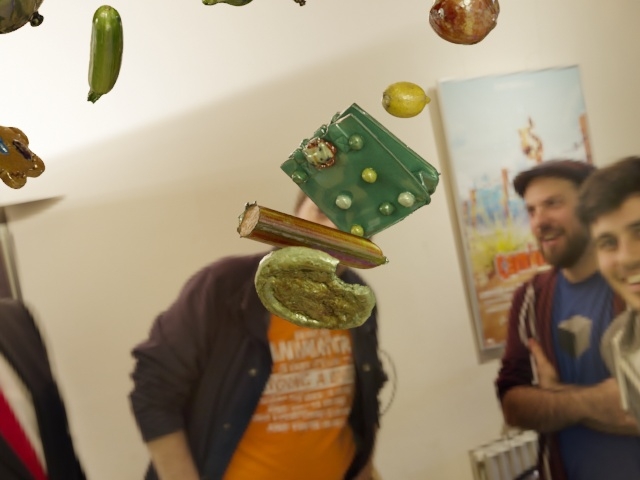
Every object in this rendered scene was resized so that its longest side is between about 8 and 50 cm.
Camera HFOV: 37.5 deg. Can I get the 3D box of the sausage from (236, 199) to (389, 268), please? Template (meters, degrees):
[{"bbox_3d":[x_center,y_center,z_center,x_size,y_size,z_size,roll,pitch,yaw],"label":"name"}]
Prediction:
[{"bbox_3d":[0.000,0.000,1.948,0.372,0.082,0.082,17,-16,-35],"label":"sausage"}]

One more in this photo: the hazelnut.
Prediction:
[{"bbox_3d":[0.295,-0.468,1.912,0.143,0.143,0.154,-9,34,46],"label":"hazelnut"}]

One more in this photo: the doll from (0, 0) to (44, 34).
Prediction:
[{"bbox_3d":[-0.677,-0.577,1.835,0.252,0.379,0.382,-30,27,50],"label":"doll"}]

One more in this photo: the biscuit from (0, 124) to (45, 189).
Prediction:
[{"bbox_3d":[-0.629,-0.172,1.801,0.039,0.180,0.236,-40,-12,24],"label":"biscuit"}]

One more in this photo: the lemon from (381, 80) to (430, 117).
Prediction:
[{"bbox_3d":[0.189,-0.312,2.098,0.111,0.082,0.082,6,0,-6],"label":"lemon"}]

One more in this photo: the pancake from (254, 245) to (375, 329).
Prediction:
[{"bbox_3d":[-0.016,0.103,1.836,0.254,0.253,0.037,-10,44,32],"label":"pancake"}]

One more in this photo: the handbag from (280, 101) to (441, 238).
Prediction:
[{"bbox_3d":[0.078,-0.132,2.019,0.269,0.274,0.100,-29,26,47],"label":"handbag"}]

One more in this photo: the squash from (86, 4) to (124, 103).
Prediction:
[{"bbox_3d":[-0.423,-0.362,1.860,0.066,0.066,0.252,-12,-30,-25],"label":"squash"}]

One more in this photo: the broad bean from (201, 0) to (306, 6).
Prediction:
[{"bbox_3d":[-0.105,-0.421,1.573,0.195,0.061,0.046,-8,18,-32],"label":"broad bean"}]
